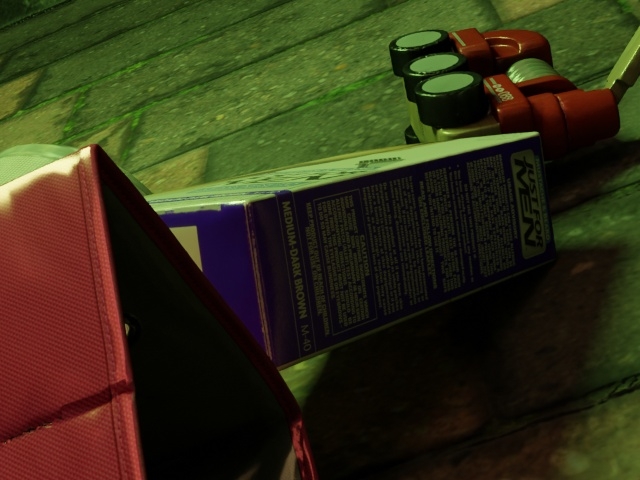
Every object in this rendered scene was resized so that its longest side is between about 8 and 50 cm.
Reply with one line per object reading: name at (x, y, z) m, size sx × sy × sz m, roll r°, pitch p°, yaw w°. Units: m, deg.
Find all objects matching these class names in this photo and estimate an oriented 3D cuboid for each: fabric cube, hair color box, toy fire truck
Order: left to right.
fabric cube at (-0.140, 0.164, 0.539) m, size 0.258 × 0.254 × 0.259 m, roll -22°, pitch 51°, yaw 8°
hair color box at (0.000, 0.000, 0.868) m, size 0.185 × 0.110 × 0.338 m, roll -3°, pitch 7°, yaw 39°
toy fire truck at (0.196, -0.143, 1.096) m, size 0.246 × 0.159 × 0.217 m, roll -12°, pitch 24°, yaw -1°

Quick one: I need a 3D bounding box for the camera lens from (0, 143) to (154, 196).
camera lens at (-0.237, 0.073, 0.947) m, size 0.219 × 0.219 × 0.274 m, roll -7°, pitch 29°, yaw 34°

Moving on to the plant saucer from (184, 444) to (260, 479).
plant saucer at (-0.099, 0.207, 0.681) m, size 0.199 × 0.037 × 0.200 m, roll -11°, pitch 57°, yaw 16°
